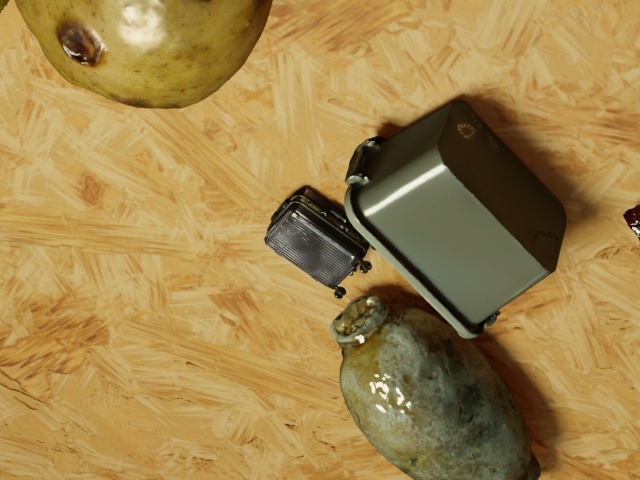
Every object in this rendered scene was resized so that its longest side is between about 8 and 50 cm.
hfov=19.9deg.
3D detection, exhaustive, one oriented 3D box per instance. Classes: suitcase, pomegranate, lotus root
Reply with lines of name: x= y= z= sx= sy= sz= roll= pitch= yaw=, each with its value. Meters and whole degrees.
suitcase: x=0.000 y=0.000 z=2.174 sx=0.126 sy=0.059 sz=0.086 roll=34 pitch=135 yaw=-8
pomegranate: x=-0.173 y=-0.269 z=1.860 sx=0.281 sy=0.281 sz=0.281 roll=13 pitch=135 yaw=14
lotus root: x=0.151 y=0.214 z=2.229 sx=0.175 sy=0.175 sz=0.349 roll=-26 pitch=119 yaw=41

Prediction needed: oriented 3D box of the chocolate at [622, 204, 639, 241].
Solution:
chocolate: x=0.403 y=0.020 z=2.025 sx=0.086 sy=0.028 sz=0.182 roll=-17 pitch=123 yaw=28

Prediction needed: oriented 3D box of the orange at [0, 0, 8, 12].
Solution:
orange: x=-0.474 y=-0.329 z=1.973 sx=0.301 sy=0.223 sz=0.300 roll=34 pitch=131 yaw=-7

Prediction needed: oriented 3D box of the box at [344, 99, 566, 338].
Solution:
box: x=0.156 y=-0.030 z=2.009 sx=0.135 sy=0.163 sz=0.243 roll=-32 pitch=111 yaw=33
